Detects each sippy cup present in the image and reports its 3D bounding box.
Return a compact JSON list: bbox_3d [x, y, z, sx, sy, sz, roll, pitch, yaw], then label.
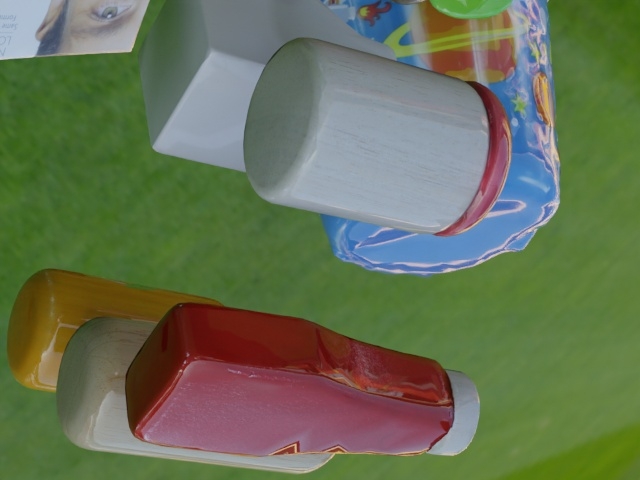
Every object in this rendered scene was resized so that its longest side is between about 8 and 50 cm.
[{"bbox_3d":[0.072,-0.103,1.116,0.240,0.224,0.305,-20,154,22],"label":"sippy cup"}]

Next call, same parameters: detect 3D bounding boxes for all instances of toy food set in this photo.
[{"bbox_3d":[0.000,0.000,0.437,0.104,0.111,0.232,11,135,-28],"label":"toy food set"}]

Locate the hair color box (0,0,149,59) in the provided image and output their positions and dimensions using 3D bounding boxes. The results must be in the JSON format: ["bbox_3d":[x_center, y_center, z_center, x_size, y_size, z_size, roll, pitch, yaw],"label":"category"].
[{"bbox_3d":[-0.194,-0.317,1.245,0.185,0.110,0.339,-12,136,-49],"label":"hair color box"}]
